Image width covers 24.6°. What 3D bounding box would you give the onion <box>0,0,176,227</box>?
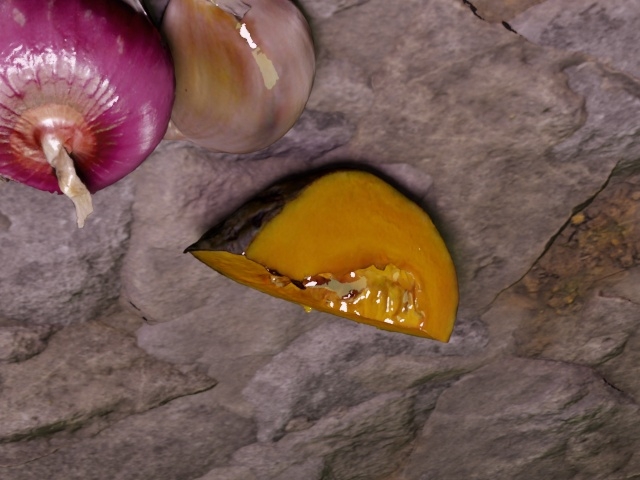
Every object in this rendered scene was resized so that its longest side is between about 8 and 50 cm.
[{"bbox_3d":[-0.222,-0.146,1.258,0.207,0.201,0.200,34,131,-5],"label":"onion"}]

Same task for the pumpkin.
[{"bbox_3d":[0.000,0.000,1.575,0.312,0.148,0.169,27,169,-36],"label":"pumpkin"}]

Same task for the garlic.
[{"bbox_3d":[-0.087,-0.139,1.368,0.128,0.148,0.267,-31,156,-43],"label":"garlic"}]
